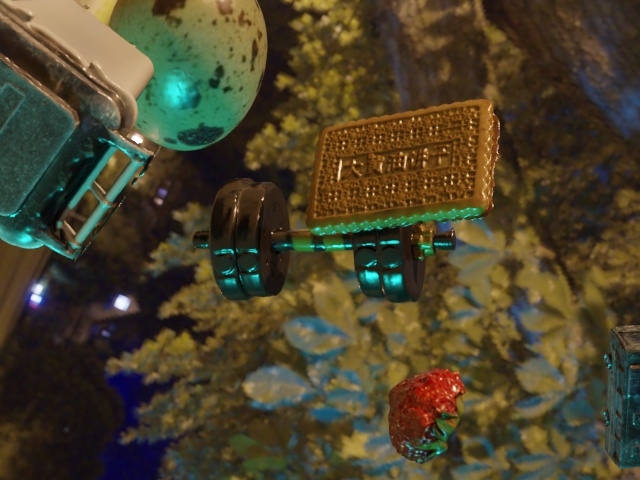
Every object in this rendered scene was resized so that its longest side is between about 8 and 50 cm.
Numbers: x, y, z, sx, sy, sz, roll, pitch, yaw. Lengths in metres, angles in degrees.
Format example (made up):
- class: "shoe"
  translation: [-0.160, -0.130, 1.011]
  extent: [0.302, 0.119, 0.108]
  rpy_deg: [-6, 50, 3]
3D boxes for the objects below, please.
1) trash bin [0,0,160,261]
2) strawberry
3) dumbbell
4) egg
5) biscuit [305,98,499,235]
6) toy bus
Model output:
- class: "trash bin"
  translation: [-0.346, -0.169, 1.441]
  extent: [0.256, 0.296, 0.368]
  rpy_deg: [-52, -172, 17]
- class: "strawberry"
  translation: [0.142, 0.243, 1.627]
  extent: [0.146, 0.082, 0.187]
  rpy_deg: [-57, -164, -7]
- class: "dumbbell"
  translation: [0.000, 0.000, 1.599]
  extent: [0.185, 0.388, 0.185]
  rpy_deg: [-1, 90, -75]
- class: "egg"
  translation: [-0.238, -0.327, 1.989]
  extent: [0.287, 0.287, 0.379]
  rpy_deg: [-78, 174, -51]
- class: "biscuit"
  translation: [0.103, -0.094, 1.430]
  extent: [0.254, 0.029, 0.172]
  rpy_deg: [-7, -123, 25]
- class: "toy bus"
  translation: [0.367, 0.186, 1.317]
  extent: [0.065, 0.047, 0.166]
  rpy_deg: [-104, -169, -71]
